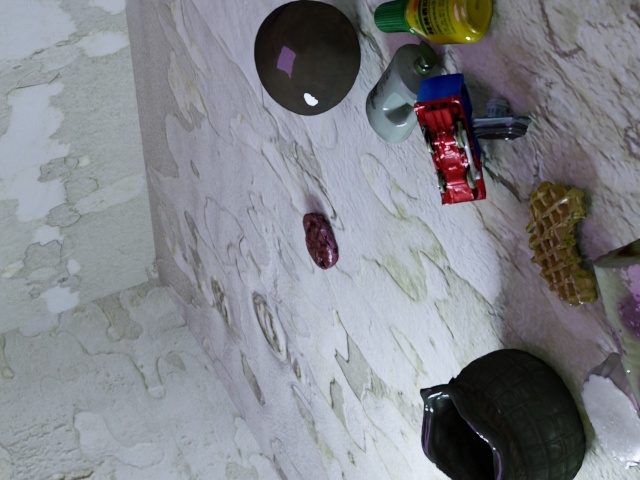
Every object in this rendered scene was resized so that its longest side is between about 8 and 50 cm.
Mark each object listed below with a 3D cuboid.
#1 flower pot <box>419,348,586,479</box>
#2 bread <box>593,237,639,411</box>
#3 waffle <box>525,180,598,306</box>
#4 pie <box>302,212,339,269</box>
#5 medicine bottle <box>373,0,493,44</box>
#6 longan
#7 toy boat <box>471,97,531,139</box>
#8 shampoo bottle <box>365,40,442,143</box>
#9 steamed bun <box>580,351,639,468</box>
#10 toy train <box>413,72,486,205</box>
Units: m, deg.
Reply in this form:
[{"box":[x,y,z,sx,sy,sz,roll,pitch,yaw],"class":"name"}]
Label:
[{"box":[0.321,0.352,1.840,0.302,0.213,0.302,49,150,42],"class":"flower pot"},{"box":[0.480,0.156,1.314,0.155,0.187,0.338,-14,96,61],"class":"bread"},{"box":[0.383,0.004,1.606,0.149,0.051,0.194,32,133,57],"class":"waffle"},{"box":[0.000,0.000,2.554,0.153,0.038,0.154,48,147,46],"class":"pie"},{"box":[0.182,-0.382,1.719,0.309,0.076,0.111,-162,67,-65],"class":"medicine bottle"},{"box":[-0.031,-0.371,2.054,0.246,0.215,0.246,15,113,41],"class":"longan"},{"box":[0.287,-0.197,1.659,0.140,0.059,0.066,-176,96,-67],"class":"toy boat"},{"box":[0.157,-0.275,1.855,0.118,0.087,0.234,68,159,14],"class":"shampoo bottle"},{"box":[0.474,0.245,1.524,0.183,0.106,0.183,162,90,-72],"class":"steamed bun"},{"box":[0.225,-0.170,1.746,0.131,0.082,0.204,-75,-30,-49],"class":"toy train"}]
